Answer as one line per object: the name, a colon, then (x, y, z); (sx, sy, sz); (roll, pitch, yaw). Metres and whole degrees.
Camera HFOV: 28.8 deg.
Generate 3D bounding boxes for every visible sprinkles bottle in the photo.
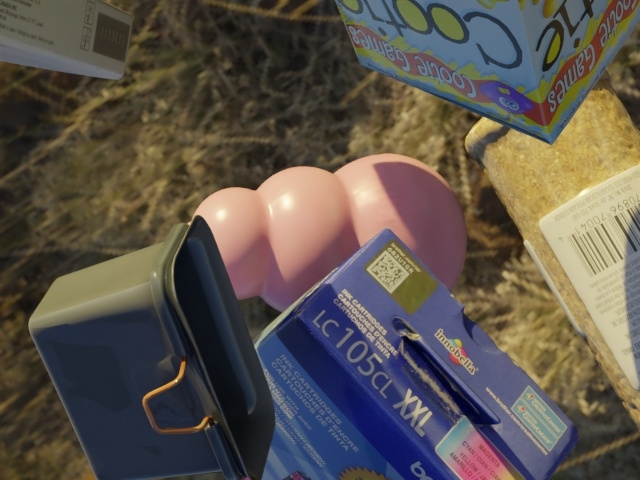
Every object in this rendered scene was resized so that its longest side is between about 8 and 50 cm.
sprinkles bottle: (0.241, 0.046, 0.896); (0.355, 0.121, 0.121); (61, 152, 10)

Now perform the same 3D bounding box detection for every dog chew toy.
dog chew toy: (0.000, 0.000, 1.472); (0.206, 0.332, 0.206); (179, 90, -72)

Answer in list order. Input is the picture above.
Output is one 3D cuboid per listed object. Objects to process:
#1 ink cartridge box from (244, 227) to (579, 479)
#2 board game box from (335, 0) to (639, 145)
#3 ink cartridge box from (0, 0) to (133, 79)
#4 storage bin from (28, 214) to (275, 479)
ink cartridge box: (0.054, 0.169, 1.197); (0.270, 0.151, 0.395); (47, 144, 0)
board game box: (0.079, -0.199, 0.637); (0.142, 0.144, 0.275); (28, 163, 29)
ink cartridge box: (-0.295, -0.174, 0.900); (0.239, 0.275, 0.060); (11, 93, 11)
storage bin: (-0.090, 0.070, 0.657); (0.091, 0.098, 0.135); (-14, 113, 13)
